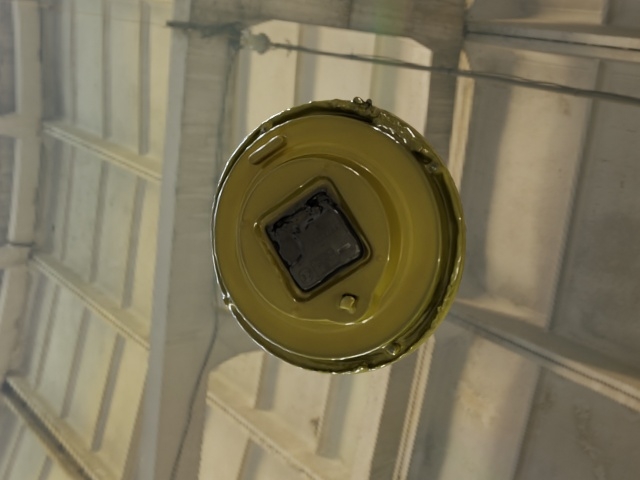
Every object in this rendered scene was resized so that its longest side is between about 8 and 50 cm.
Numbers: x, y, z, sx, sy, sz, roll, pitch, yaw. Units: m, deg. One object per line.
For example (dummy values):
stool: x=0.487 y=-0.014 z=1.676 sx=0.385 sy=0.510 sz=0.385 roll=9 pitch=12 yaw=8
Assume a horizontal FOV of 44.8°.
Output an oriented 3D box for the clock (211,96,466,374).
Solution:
clock: x=0.000 y=0.000 z=0.634 sx=0.237 sy=0.057 sz=0.236 roll=2 pitch=-86 yaw=24
